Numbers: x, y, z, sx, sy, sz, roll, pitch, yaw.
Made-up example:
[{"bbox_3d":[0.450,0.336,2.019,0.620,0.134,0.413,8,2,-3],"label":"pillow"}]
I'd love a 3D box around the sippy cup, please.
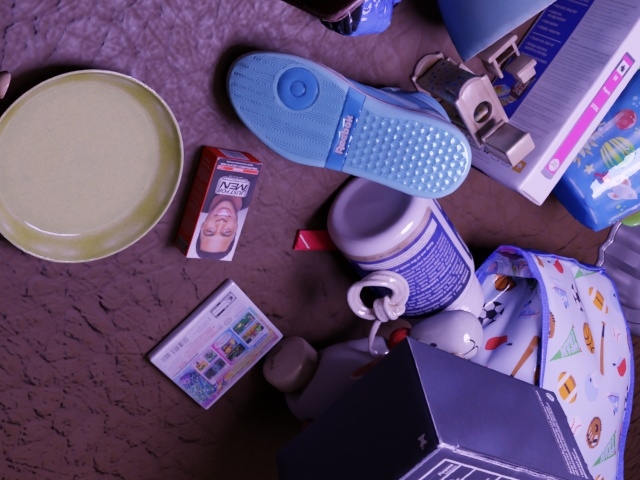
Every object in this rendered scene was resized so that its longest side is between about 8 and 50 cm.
[{"bbox_3d":[0.468,-0.140,1.482,0.224,0.240,0.305,-36,103,1],"label":"sippy cup"}]

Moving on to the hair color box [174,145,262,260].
[{"bbox_3d":[-0.133,-0.047,1.230,0.072,0.043,0.141,5,113,-37],"label":"hair color box"}]

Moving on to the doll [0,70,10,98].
[{"bbox_3d":[-0.417,-0.176,0.960,0.189,0.046,0.129,13,117,-32],"label":"doll"}]

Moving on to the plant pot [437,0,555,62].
[{"bbox_3d":[0.247,-0.384,1.175,0.290,0.290,0.195,-35,94,-13],"label":"plant pot"}]

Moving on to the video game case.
[{"bbox_3d":[-0.147,0.150,1.350,0.157,0.019,0.143,-44,132,-7],"label":"video game case"}]

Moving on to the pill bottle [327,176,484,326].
[{"bbox_3d":[0.133,0.025,1.379,0.153,0.153,0.264,-44,131,-5],"label":"pill bottle"}]

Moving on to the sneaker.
[{"bbox_3d":[0.036,-0.162,1.238,0.319,0.208,0.127,25,108,-4],"label":"sneaker"}]

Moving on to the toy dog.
[{"bbox_3d":[0.064,0.207,1.356,0.220,0.161,0.334,26,135,-26],"label":"toy dog"}]

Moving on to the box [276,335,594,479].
[{"bbox_3d":[0.148,0.312,1.276,0.294,0.182,0.296,23,125,-33],"label":"box"}]

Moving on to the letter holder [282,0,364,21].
[{"bbox_3d":[0.041,-0.406,1.028,0.302,0.214,0.152,-44,132,-5],"label":"letter holder"}]

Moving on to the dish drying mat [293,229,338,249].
[{"bbox_3d":[0.000,0.000,1.371,0.083,0.008,0.032,1,114,-35],"label":"dish drying mat"}]

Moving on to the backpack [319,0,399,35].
[{"bbox_3d":[0.053,-0.314,1.168,0.101,0.098,0.120,-11,120,-34],"label":"backpack"}]

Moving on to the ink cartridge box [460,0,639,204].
[{"bbox_3d":[0.349,-0.242,1.356,0.069,0.176,0.371,28,98,-37],"label":"ink cartridge box"}]

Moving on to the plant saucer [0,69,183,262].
[{"bbox_3d":[-0.279,-0.088,1.111,0.241,0.037,0.241,-17,124,-27],"label":"plant saucer"}]

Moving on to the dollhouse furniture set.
[{"bbox_3d":[0.245,-0.219,1.295,0.161,0.182,0.101,-43,131,-6],"label":"dollhouse furniture set"}]

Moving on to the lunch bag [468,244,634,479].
[{"bbox_3d":[0.353,0.212,1.551,0.328,0.239,0.385,11,88,-48],"label":"lunch bag"}]

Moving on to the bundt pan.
[{"bbox_3d":[0.669,0.054,1.782,0.331,0.124,0.330,-16,124,-25],"label":"bundt pan"}]
